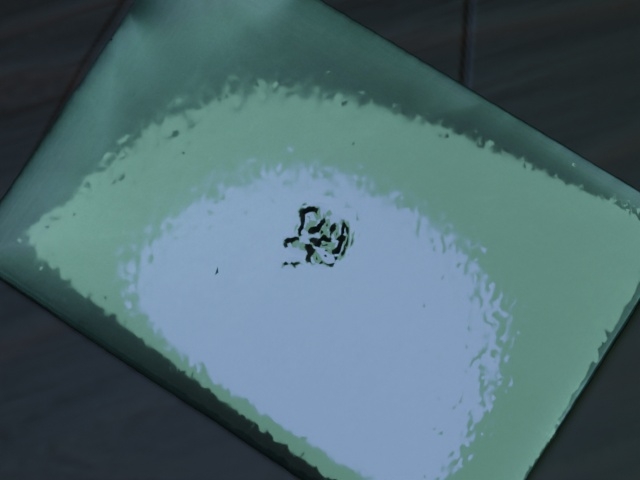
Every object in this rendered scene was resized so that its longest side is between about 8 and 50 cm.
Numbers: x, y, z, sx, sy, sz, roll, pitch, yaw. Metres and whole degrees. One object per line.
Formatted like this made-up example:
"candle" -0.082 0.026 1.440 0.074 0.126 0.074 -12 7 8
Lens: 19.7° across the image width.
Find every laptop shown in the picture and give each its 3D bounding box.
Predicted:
"laptop" 0.000 0.000 0.821 0.269 0.015 0.188 32 83 10
